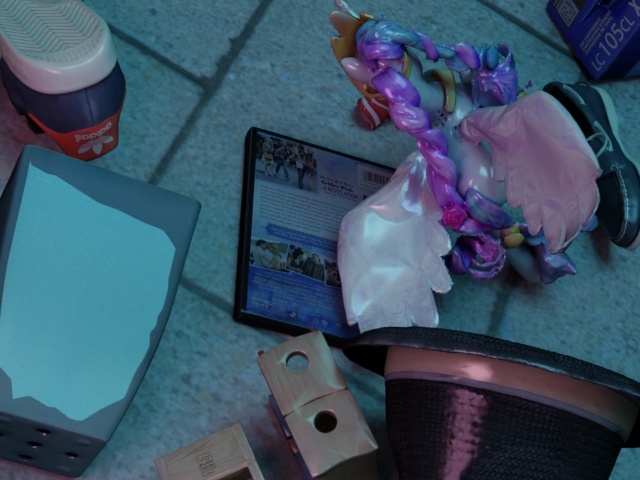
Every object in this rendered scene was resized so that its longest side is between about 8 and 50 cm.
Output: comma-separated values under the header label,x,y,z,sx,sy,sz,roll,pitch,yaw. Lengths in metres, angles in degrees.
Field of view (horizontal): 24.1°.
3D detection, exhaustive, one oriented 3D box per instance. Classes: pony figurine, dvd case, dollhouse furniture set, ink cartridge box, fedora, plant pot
label,x,y,z,sx,sy,sz,roll,pitch,yaw
pony figurine,0.154,-0.070,1.559,0.363,0.303,0.351,23,41,-53
dvd case,0.000,0.000,1.587,0.180,0.022,0.253,15,50,-17
dollhouse furniture set,-0.055,0.189,1.367,0.183,0.129,0.129,-23,65,-7
ink cartridge box,0.485,-0.355,1.957,0.395,0.270,0.151,-8,57,-33
fedora,0.160,0.190,1.333,0.334,0.334,0.153,17,76,-17
plant pot,-0.226,0.074,1.315,0.165,0.165,0.234,19,57,-15

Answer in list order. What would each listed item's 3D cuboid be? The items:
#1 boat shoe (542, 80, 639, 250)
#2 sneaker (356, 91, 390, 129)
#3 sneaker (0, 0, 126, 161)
label,x,y,z,sx,sy,sz,roll,pitch,yaw
boat shoe,0.326,-0.096,1.790,0.079,0.095,0.254,10,50,-24
sneaker,0.086,-0.158,1.749,0.118,0.067,0.042,16,39,-59
sneaker,-0.287,-0.200,1.528,0.131,0.148,0.350,-18,40,-11
